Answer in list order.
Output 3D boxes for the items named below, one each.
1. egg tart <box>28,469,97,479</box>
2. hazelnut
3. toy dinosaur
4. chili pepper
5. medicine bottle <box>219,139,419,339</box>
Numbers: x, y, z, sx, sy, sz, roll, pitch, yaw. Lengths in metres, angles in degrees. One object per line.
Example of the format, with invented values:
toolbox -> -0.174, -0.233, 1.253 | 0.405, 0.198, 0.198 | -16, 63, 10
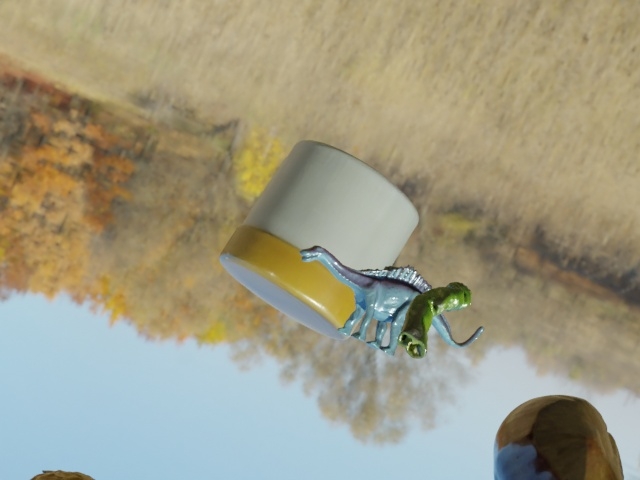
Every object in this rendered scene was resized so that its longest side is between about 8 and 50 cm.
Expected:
egg tart -> -0.274, 0.439, 1.205 | 0.352, 0.150, 0.352 | 59, -178, -4
hazelnut -> 0.366, 0.360, 1.646 | 0.218, 0.218, 0.234 | 24, -137, -30
toy dinosaur -> 0.062, 0.059, 0.921 | 0.197, 0.080, 0.045 | 26, 172, -20
chili pepper -> 0.067, 0.043, 0.618 | 0.027, 0.022, 0.083 | 14, -150, 28
medicine bottle -> 0.000, 0.000, 1.613 | 0.238, 0.232, 0.238 | 31, 167, 8
